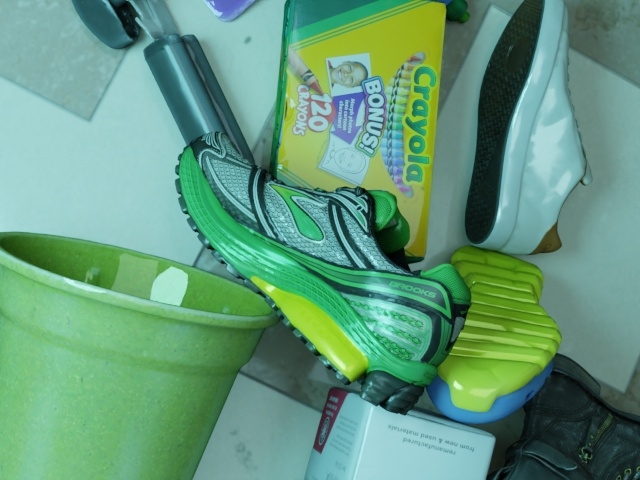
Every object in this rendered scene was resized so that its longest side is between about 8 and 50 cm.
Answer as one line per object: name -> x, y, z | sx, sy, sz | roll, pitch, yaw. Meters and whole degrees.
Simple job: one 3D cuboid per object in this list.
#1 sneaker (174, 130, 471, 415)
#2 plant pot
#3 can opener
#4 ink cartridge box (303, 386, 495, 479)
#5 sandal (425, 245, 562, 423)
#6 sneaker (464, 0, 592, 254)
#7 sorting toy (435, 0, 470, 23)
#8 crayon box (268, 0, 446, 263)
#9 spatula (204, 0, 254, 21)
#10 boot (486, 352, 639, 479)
sneaker -> 0.000, 0.000, 0.939 | 0.343, 0.134, 0.146 | 41, 93, 29
plant pot -> -0.201, 0.149, 0.961 | 0.276, 0.276, 0.253 | 15, 95, -9
can opener -> -0.162, -0.182, 1.082 | 0.093, 0.074, 0.280 | -30, 90, 23
ink cartridge box -> 0.043, 0.307, 0.994 | 0.131, 0.226, 0.306 | 15, 84, -8
sandal -> 0.162, 0.112, 1.016 | 0.126, 0.317, 0.138 | 16, 108, 11
sneaker -> 0.243, -0.125, 1.138 | 0.123, 0.106, 0.290 | 11, 90, -21
sorting toy -> 0.213, -0.398, 1.161 | 0.126, 0.127, 0.365 | 36, 82, -36
crayon box -> 0.035, -0.121, 1.098 | 0.166, 0.081, 0.278 | 6, 84, -10
spatula -> -0.016, -0.358, 1.133 | 0.296, 0.030, 0.084 | -40, 91, -11
boot -> 0.271, 0.253, 1.020 | 0.263, 0.091, 0.229 | 37, 36, -8
